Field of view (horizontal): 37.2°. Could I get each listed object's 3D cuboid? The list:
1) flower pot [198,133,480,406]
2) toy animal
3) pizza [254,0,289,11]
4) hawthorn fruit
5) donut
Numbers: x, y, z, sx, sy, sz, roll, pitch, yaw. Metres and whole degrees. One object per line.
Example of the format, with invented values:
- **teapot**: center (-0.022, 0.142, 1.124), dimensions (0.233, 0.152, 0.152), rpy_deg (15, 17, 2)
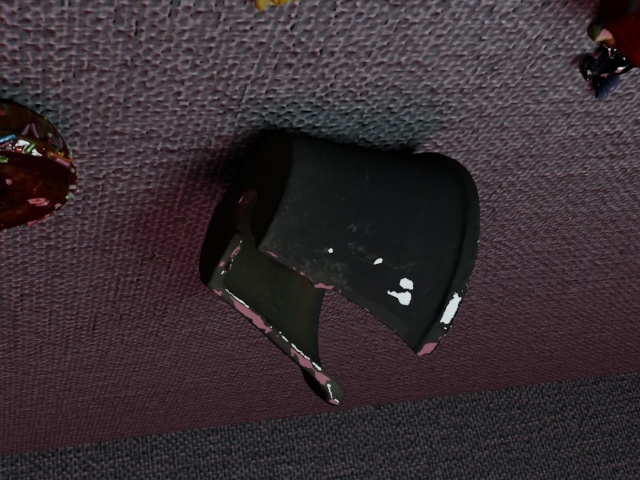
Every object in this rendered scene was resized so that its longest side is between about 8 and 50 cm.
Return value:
- **flower pot**: center (0.000, 0.000, 1.270), dimensions (0.251, 0.380, 0.379), rpy_deg (26, 140, -24)
- **toy animal**: center (0.385, -0.234, 1.215), dimensions (0.107, 0.062, 0.220), rpy_deg (0, 162, 18)
- **pizza**: center (-0.009, -0.271, 0.960), dimensions (0.108, 0.026, 0.123), rpy_deg (-2, 154, -27)
- **hawthorn fruit**: center (0.376, -0.261, 1.018), dimensions (0.188, 0.169, 0.169), rpy_deg (-13, 157, 8)
- **donut**: center (-0.399, -0.086, 1.102), dimensions (0.234, 0.089, 0.235), rpy_deg (-11, 155, -5)
